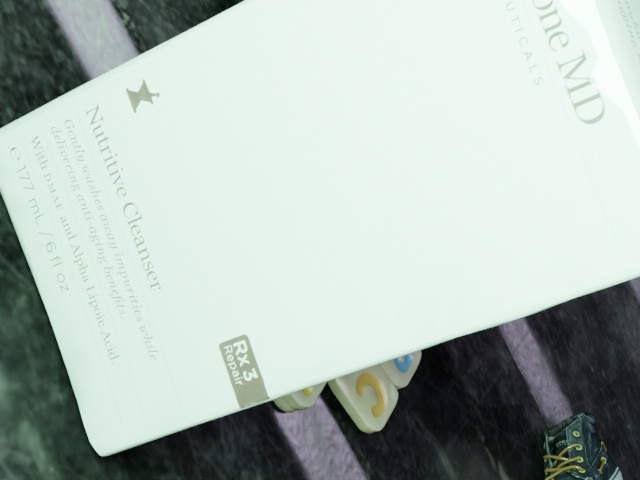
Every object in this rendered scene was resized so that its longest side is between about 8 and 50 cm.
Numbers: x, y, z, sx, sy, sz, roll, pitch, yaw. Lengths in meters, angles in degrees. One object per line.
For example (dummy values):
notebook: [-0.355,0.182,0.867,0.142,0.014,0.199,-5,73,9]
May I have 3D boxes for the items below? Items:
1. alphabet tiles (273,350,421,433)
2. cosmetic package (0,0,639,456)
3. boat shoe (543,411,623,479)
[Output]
alphabet tiles: [0.000,0.000,1.028,0.278,0.021,0.284,56,37,-15]
cosmetic package: [0.019,-0.036,0.751,0.156,0.385,0.217,-16,83,-59]
boat shoe: [0.233,0.221,1.235,0.083,0.065,0.183,66,24,3]
